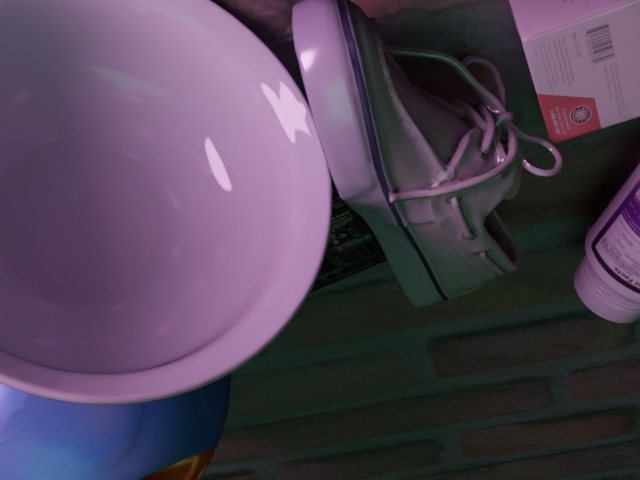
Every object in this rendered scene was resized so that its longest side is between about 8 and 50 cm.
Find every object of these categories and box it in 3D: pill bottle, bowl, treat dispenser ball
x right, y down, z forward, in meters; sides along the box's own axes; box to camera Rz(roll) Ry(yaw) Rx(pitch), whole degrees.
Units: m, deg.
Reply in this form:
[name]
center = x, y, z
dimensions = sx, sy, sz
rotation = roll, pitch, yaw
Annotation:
[pill bottle]
center = 0.311, -0.009, 0.739
dimensions = 0.108, 0.108, 0.193
rotation = 5, 141, -12
[bowl]
center = -0.151, -0.027, 0.550
dimensions = 0.298, 0.298, 0.134
rotation = 13, 155, -22
[treat dispenser ball]
center = -0.222, 0.125, 0.705
dimensions = 0.288, 0.288, 0.288
rotation = -3, 142, -3

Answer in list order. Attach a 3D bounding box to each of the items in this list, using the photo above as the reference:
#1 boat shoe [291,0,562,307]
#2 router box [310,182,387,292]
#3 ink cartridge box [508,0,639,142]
[boat shoe]
center = 0.103, -0.062, 0.628
dimensions = 0.156, 0.136, 0.367
rotation = -16, 143, 14
[router box]
center = 0.000, 0.000, 0.770
dimensions = 0.122, 0.038, 0.092
rotation = -24, 139, 22
[ink cartridge box]
center = 0.246, -0.157, 0.578
dimensions = 0.198, 0.067, 0.115
rotation = -17, 141, 17
